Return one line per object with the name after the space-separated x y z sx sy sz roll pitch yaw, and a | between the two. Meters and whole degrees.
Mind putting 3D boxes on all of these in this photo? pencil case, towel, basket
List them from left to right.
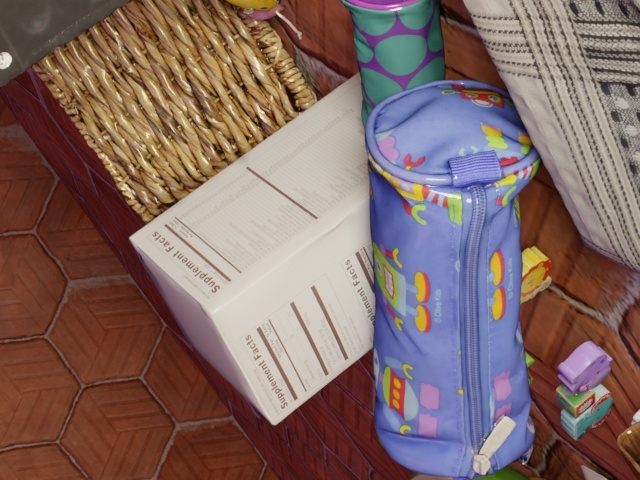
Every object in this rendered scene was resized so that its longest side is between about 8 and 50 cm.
-0.142 -0.207 1.243 0.299 0.223 0.213 55 -162 -10 | basket
0.051 -0.134 0.880 0.070 0.064 0.151 27 154 25 | pencil case
0.096 0.042 0.895 0.133 0.119 0.306 -118 19 -52 | pencil case
0.186 -0.077 0.621 0.312 0.056 0.324 29 152 57 | towel

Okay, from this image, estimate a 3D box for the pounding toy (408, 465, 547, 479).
0.213 0.267 1.281 0.237 0.110 0.183 15 142 34 | pounding toy

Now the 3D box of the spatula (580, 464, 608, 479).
0.333 0.320 1.175 0.168 0.019 0.242 28 155 56 | spatula

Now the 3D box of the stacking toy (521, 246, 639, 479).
0.215 0.118 1.007 0.167 0.052 0.221 46 166 29 | stacking toy

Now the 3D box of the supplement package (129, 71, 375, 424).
0.000 0.000 0.989 0.139 0.244 0.134 37 159 47 | supplement package

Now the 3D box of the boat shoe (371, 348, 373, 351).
0.076 0.067 1.206 0.095 0.095 0.257 49 165 14 | boat shoe

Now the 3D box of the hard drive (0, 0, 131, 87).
-0.172 -0.224 0.809 0.237 0.339 0.064 39 161 44 | hard drive

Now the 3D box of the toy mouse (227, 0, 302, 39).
-0.079 -0.228 1.052 0.161 0.031 0.143 40 -167 -42 | toy mouse

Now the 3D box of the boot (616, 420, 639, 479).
0.276 0.223 0.878 0.220 0.109 0.283 44 160 -5 | boot

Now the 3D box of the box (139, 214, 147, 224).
-0.135 0.013 1.697 0.275 0.113 0.094 51 164 0 | box
